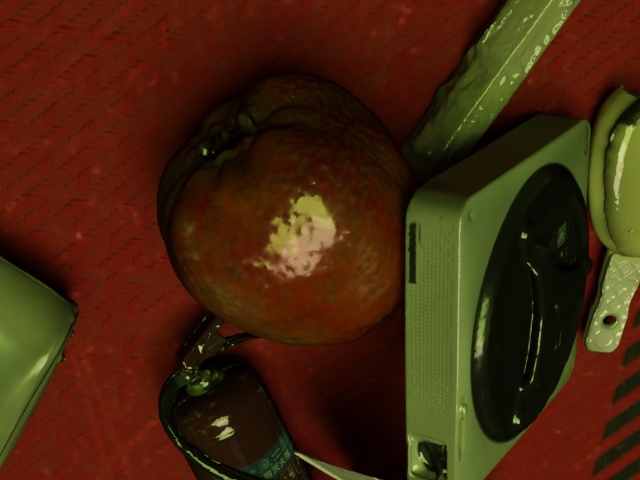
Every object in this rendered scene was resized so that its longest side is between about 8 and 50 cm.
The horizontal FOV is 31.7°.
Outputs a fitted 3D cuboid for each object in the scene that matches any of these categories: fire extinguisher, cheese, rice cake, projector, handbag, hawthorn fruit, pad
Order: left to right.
[{"bbox_3d":[-0.376,0.072,0.918,0.315,0.109,0.241,28,104,-15],"label":"handbag"},{"bbox_3d":[-0.047,0.212,1.036,0.141,0.105,0.341,-37,117,-29],"label":"fire extinguisher"},{"bbox_3d":[0.000,0.000,0.902,0.210,0.210,0.262,-42,119,8],"label":"hawthorn fruit"},{"bbox_3d":[0.078,0.229,0.991,0.004,0.157,0.232,-69,153,-15],"label":"pad"},{"bbox_3d":[0.146,-0.146,0.952,0.057,0.052,0.256,37,103,9],"label":"rice cake"},{"bbox_3d":[0.158,0.048,0.932,0.079,0.259,0.257,12,116,30],"label":"projector"},{"bbox_3d":[0.286,-0.011,1.028,0.127,0.054,0.251,7,111,-13],"label":"cheese"}]
